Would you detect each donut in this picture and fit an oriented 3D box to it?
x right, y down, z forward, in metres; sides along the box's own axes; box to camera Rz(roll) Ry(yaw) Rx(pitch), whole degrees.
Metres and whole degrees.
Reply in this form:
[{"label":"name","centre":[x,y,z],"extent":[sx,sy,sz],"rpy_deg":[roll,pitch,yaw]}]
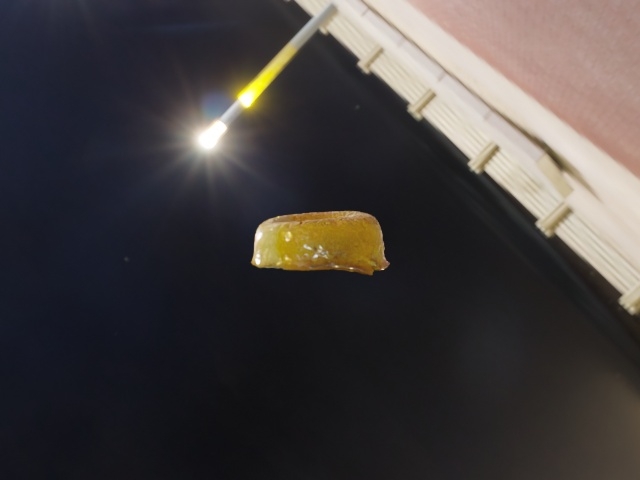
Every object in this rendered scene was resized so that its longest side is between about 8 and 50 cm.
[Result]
[{"label":"donut","centre":[0.000,-0.001,1.148],"extent":[0.190,0.074,0.174],"rpy_deg":[1,-172,-2]}]
